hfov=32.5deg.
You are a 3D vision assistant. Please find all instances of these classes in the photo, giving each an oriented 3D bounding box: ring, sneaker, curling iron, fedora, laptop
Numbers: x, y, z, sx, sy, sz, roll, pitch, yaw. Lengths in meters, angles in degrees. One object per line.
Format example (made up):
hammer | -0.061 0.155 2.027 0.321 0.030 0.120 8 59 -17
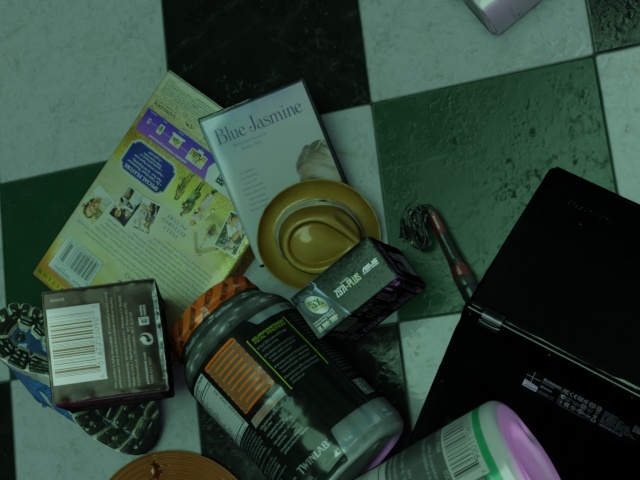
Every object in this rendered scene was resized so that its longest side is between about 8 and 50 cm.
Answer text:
ring | -0.240 0.504 1.749 0.336 0.032 0.337 -3 81 20
sneaker | -0.398 0.232 1.809 0.330 0.147 0.130 39 70 5
curling iron | 0.205 0.060 1.656 0.068 0.035 0.274 -41 74 32
fedora | 0.000 0.000 1.675 0.194 0.079 0.194 -1 103 -5
laptop | 0.394 0.179 1.561 0.382 0.236 0.408 28 120 17

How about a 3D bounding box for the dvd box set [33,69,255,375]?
dvd box set | -0.248 -0.027 1.817 0.307 0.062 0.420 35 94 21

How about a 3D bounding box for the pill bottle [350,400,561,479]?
pill bottle | 0.135 0.385 1.466 0.361 0.204 0.204 -34 72 17

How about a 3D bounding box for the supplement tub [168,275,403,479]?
supplement tub | -0.058 0.222 1.632 0.207 0.207 0.338 -48 70 7

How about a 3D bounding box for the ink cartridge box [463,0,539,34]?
ink cartridge box | 0.305 -0.484 1.656 0.283 0.117 0.207 -39 71 10

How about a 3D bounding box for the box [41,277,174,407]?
box | -0.313 0.160 1.648 0.167 0.203 0.168 -8 80 -6

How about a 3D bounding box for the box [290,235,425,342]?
box | 0.059 0.076 1.625 0.147 0.180 0.077 -40 73 11

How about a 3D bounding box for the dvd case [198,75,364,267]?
dvd case | -0.060 -0.106 1.714 0.180 0.022 0.253 -22 96 1
